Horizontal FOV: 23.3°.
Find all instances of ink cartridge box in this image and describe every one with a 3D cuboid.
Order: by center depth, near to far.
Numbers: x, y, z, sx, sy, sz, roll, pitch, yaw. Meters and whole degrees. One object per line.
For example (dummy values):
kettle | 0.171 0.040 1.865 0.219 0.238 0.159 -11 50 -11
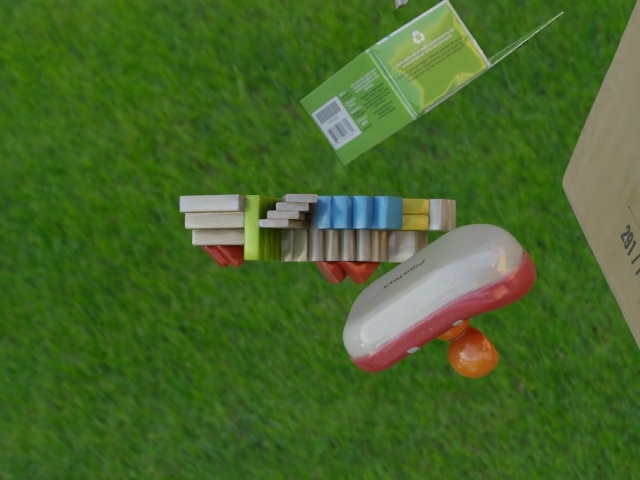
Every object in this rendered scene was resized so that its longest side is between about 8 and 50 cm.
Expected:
ink cartridge box | 0.128 -0.211 1.803 0.255 0.189 0.097 -37 94 -28

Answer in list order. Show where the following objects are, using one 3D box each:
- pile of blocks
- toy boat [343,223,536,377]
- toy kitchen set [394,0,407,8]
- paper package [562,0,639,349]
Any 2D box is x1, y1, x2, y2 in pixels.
pile of blocks | 0.000 0.000 2.003 0.362 0.149 0.113 0 88 -5
toy boat | 0.148 0.090 1.746 0.231 0.151 0.151 -34 13 23
toy kitchen set | 0.111 -0.283 1.614 0.075 0.083 0.068 -10 90 -4
paper package | 0.363 -0.054 1.296 0.168 0.310 0.325 3 39 -18
